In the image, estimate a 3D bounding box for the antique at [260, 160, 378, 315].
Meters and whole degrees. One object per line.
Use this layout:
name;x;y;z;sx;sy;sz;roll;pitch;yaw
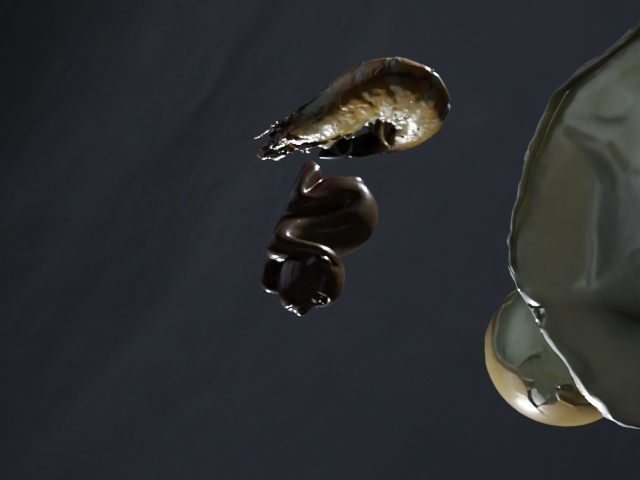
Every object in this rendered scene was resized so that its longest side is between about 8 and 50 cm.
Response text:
antique;0.000;0.000;1.470;0.121;0.143;0.256;107;5;-50

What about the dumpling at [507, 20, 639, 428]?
dumpling;0.292;-0.050;0.633;0.341;0.260;0.181;-47;170;37

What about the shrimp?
shrimp;0.043;-0.149;1.245;0.287;0.152;0.063;-22;-132;38

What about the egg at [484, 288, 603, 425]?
egg;0.322;0.149;1.289;0.201;0.201;0.244;-55;174;-5
